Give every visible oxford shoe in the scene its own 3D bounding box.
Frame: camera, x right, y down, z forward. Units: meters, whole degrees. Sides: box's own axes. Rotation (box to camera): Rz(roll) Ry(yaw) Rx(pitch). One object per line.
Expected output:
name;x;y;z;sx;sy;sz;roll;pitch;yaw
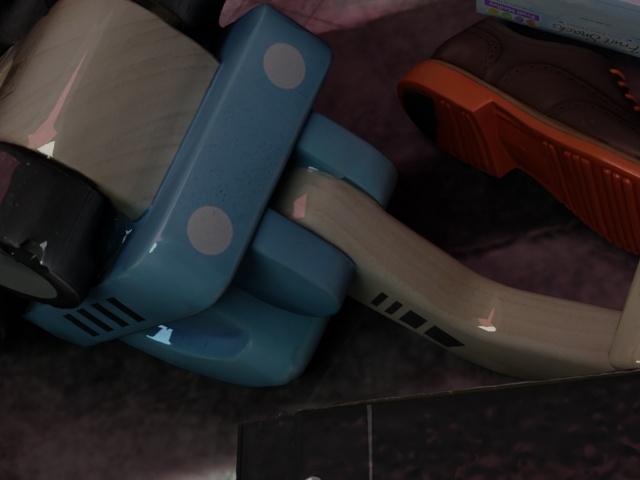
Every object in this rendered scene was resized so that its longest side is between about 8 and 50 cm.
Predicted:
oxford shoe;0.176;-0.072;0.905;0.271;0.097;0.098;33;71;31

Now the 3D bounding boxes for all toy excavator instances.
toy excavator;0.000;0.000;0.868;0.433;0.445;0.222;-18;46;60

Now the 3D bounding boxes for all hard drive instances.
hard drive;0.154;0.134;0.711;0.339;0.237;0.064;-8;60;16

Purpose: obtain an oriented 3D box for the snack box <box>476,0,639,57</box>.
snack box;0.220;-0.231;0.976;0.175;0.070;0.207;19;68;15
